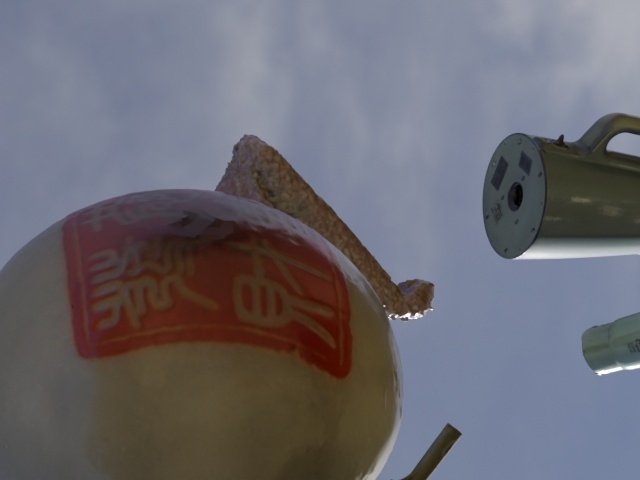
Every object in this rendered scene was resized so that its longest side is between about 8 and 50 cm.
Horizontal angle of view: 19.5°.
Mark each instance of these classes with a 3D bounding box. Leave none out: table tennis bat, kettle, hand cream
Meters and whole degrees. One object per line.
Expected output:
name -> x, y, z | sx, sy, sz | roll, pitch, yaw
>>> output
table tennis bat -> 0.056, 0.206, 1.438 | 0.156, 0.013, 0.087 | -52, -37, -4
kettle -> 0.355, -0.072, 2.361 | 0.243, 0.160, 0.210 | 3, -57, -23
hand cream -> 0.339, 0.082, 1.739 | 0.050, 0.205, 0.078 | -20, -89, -51

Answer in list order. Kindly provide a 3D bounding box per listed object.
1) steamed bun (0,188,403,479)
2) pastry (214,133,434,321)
steamed bun -> -0.110, 0.088, 1.558 | 0.374, 0.374, 0.241 | -33, -42, -56
pastry -> -0.006, 0.012, 1.863 | 0.265, 0.103, 0.112 | 39, -100, -13
